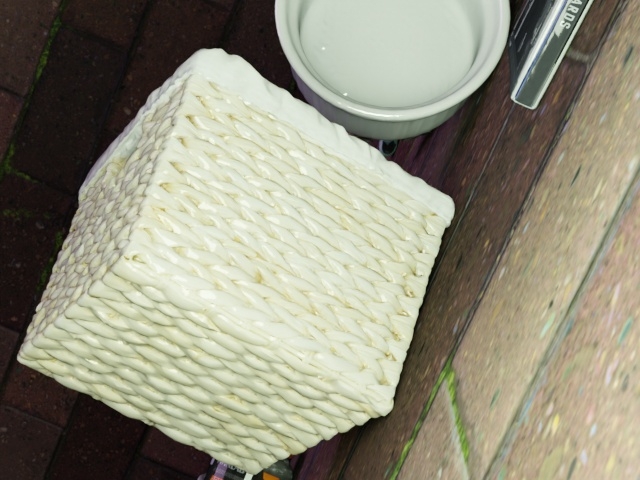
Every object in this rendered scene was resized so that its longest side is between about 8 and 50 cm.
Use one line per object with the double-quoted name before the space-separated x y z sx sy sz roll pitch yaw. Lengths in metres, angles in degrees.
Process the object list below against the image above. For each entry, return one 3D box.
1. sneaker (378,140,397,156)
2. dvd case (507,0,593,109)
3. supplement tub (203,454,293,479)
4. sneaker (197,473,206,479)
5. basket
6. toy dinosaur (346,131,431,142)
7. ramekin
"sneaker" 0.132 -0.202 2.208 0.069 0.038 0.098 141 152 -81
"dvd case" 0.232 -0.253 1.048 0.179 0.030 0.238 -73 7 -63
"supplement tub" -0.112 0.359 1.620 0.117 0.117 0.190 130 162 -79
"sneaker" -0.185 0.494 2.083 0.296 0.105 0.147 73 -142 -86
"basket" -0.097 0.038 1.229 0.328 0.331 0.266 -35 29 50
"toy dinosaur" 0.113 -0.252 1.690 0.322 0.218 0.164 -33 16 30
"ramekin" 0.084 -0.257 1.431 0.135 0.277 0.277 93 -161 -75
